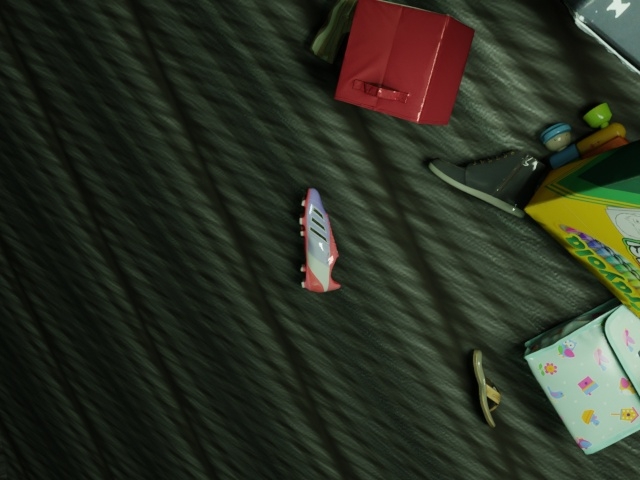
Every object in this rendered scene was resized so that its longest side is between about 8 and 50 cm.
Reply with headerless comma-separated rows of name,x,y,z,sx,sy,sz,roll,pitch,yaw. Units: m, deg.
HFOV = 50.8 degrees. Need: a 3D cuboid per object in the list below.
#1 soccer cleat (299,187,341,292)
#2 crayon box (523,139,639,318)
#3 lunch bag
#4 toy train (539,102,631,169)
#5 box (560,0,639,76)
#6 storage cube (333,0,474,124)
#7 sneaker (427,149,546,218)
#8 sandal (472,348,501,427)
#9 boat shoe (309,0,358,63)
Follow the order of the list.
soccer cleat,0.000,0.000,1.563,0.095,0.083,0.248,-1,101,-1
crayon box,0.556,0.009,1.054,0.363,0.106,0.313,41,162,-9
lunch bag,0.554,0.239,1.273,0.262,0.160,0.223,-32,84,18
toy train,0.525,-0.184,1.199,0.248,0.105,0.143,-32,75,32
box,0.492,-0.514,0.862,0.297,0.472,0.480,23,126,-29
storage cube,0.162,-0.338,1.286,0.183,0.215,0.193,21,108,23
sneaker,0.330,-0.141,1.338,0.222,0.083,0.118,30,99,26
sandal,0.365,0.322,1.460,0.049,0.072,0.180,-10,96,9
boat shoe,0.053,-0.454,1.401,0.072,0.068,0.190,37,130,1
